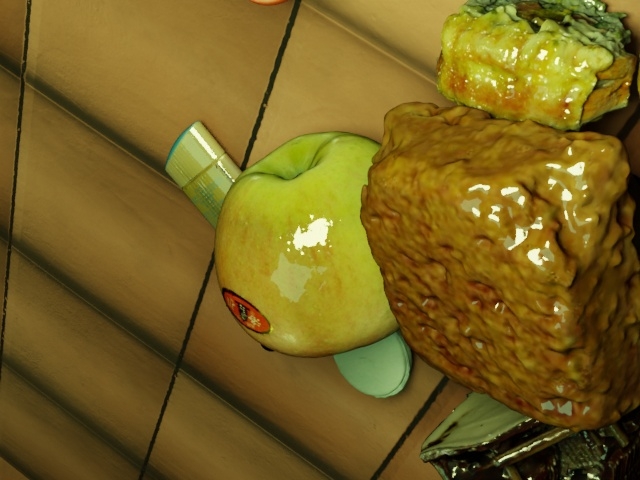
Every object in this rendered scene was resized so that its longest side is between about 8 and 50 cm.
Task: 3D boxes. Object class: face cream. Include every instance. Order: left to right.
[{"bbox_3d":[-0.166,-0.071,1.633,0.285,0.067,0.139,50,135,-8],"label":"face cream"}]

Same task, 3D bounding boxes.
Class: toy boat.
[{"bbox_3d":[0.091,0.190,1.629,0.134,0.079,0.207,-21,124,11],"label":"toy boat"}]

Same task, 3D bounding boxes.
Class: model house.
[{"bbox_3d":[0.379,0.349,1.414,0.297,0.317,0.282,-13,111,55],"label":"model house"}]

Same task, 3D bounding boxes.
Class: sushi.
[{"bbox_3d":[0.254,-0.229,1.131,0.274,0.184,0.139,25,131,27],"label":"sushi"}]

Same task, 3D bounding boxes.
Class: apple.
[{"bbox_3d":[0.000,0.000,1.375,0.339,0.338,0.305,12,130,29],"label":"apple"}]

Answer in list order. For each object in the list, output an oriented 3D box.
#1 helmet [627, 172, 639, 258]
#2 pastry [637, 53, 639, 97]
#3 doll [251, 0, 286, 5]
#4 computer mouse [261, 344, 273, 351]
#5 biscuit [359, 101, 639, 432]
[{"bbox_3d":[0.391,0.025,1.212,0.305,0.177,0.225,49,152,5],"label":"helmet"},{"bbox_3d":[0.462,-0.198,1.054,0.189,0.103,0.188,19,132,23],"label":"pastry"},{"bbox_3d":[-0.059,-0.380,1.171,0.130,0.290,0.161,50,135,37],"label":"doll"},{"bbox_3d":[-0.035,0.119,1.643,0.096,0.137,0.233,56,139,11],"label":"computer mouse"},{"bbox_3d":[0.221,0.039,1.128,0.343,0.166,0.395,23,142,49],"label":"biscuit"}]
